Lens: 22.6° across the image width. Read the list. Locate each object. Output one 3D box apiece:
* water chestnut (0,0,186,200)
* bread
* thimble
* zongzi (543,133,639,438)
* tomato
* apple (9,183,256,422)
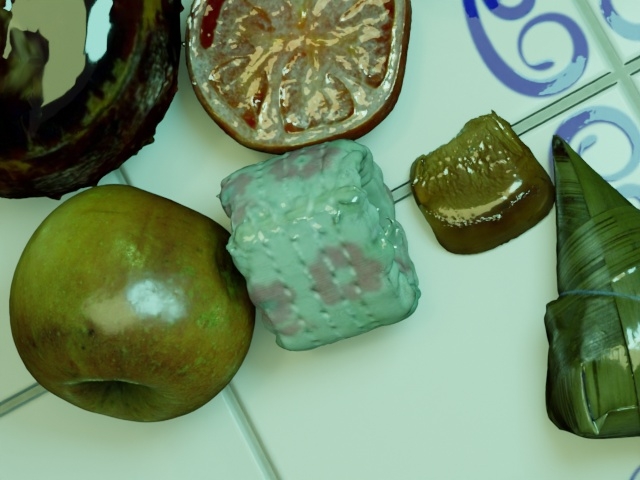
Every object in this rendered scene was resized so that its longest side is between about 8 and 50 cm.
[{"bbox_3d":[-0.301,-0.205,1.545,0.350,0.302,0.350,-1,85,9],"label":"water chestnut"},{"bbox_3d":[0.157,-0.055,1.596,0.129,0.044,0.126,-32,80,8],"label":"bread"},{"bbox_3d":[0.000,0.000,1.530,0.149,0.211,0.185,-18,70,9],"label":"thimble"},{"bbox_3d":[0.349,0.033,1.521,0.286,0.138,0.300,-5,77,4],"label":"zongzi"},{"bbox_3d":[-0.014,-0.195,1.608,0.237,0.095,0.236,-1,84,13],"label":"tomato"},{"bbox_3d":[-0.181,0.056,1.549,0.237,0.237,0.207,7,62,9],"label":"apple"}]
